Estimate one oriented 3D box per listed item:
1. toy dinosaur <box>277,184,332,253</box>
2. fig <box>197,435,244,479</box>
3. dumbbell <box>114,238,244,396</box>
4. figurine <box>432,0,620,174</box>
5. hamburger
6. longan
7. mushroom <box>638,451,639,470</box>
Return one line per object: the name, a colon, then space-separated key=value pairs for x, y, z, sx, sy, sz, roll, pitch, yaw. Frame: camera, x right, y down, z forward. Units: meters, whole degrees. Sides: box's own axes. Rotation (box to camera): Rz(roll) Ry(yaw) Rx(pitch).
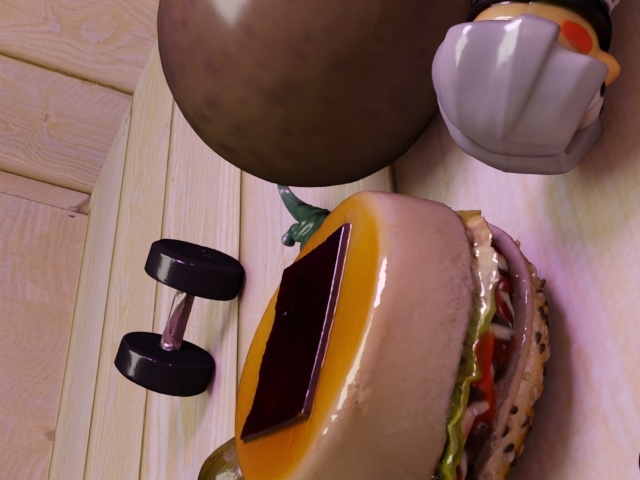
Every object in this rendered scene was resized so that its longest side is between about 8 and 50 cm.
toy dinosaur: x=-0.007 y=0.016 z=1.204 sx=0.120 sy=0.079 sz=0.292 roll=-66 pitch=23 yaw=7
fig: x=-0.070 y=0.248 z=1.132 sx=0.133 sy=0.127 sz=0.184 roll=154 pitch=126 yaw=-81
dumbbell: x=-0.220 y=0.118 z=1.583 sx=0.152 sy=0.152 sz=0.218 roll=-140 pitch=68 yaw=-68
figurine: x=0.168 y=-0.165 z=0.772 sx=0.176 sy=0.133 sz=0.236 roll=54 pitch=-129 yaw=-65
hamburger: x=0.056 y=0.106 z=0.807 sx=0.300 sy=0.176 sz=0.300 roll=-52 pitch=26 yaw=38
longan: x=-0.003 y=-0.234 z=1.057 sx=0.361 sy=0.361 sz=0.361 roll=-165 pitch=90 yaw=-70
mushroom: x=0.237 y=-0.051 z=0.496 sx=0.137 sy=0.154 sz=0.407 roll=2 pitch=76 yaw=28
